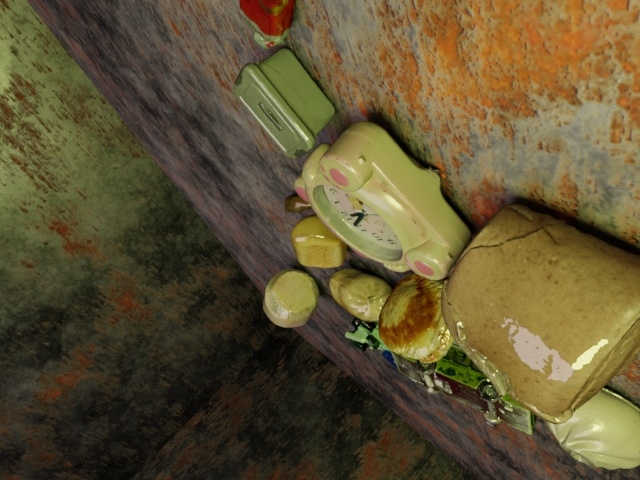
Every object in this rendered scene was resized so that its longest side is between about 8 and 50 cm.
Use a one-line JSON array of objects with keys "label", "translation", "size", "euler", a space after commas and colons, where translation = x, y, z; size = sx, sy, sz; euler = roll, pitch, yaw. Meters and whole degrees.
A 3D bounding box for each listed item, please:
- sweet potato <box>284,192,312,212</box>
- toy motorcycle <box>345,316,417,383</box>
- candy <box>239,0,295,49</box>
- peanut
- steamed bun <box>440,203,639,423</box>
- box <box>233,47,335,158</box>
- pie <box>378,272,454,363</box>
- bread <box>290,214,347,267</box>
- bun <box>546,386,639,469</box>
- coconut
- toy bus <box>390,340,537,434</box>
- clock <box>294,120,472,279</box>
[{"label": "sweet potato", "translation": [-0.072, -0.101, 1.153], "size": [0.053, 0.054, 0.182], "euler": [59, 162, -13]}, {"label": "toy motorcycle", "translation": [0.239, 0.347, 1.352], "size": [0.331, 0.125, 0.196], "euler": [26, 154, 38]}, {"label": "candy", "translation": [-0.073, -0.355, 0.559], "size": [0.086, 0.059, 0.292], "euler": [44, 162, 10]}, {"label": "peanut", "translation": [0.110, 0.148, 1.170], "size": [0.224, 0.129, 0.129], "euler": [17, 147, 53]}, {"label": "steamed bun", "translation": [0.282, 0.117, 0.571], "size": [0.252, 0.199, 0.301], "euler": [34, 160, 35]}, {"label": "box", "translation": [-0.057, -0.239, 0.728], "size": [0.172, 0.093, 0.124], "euler": [50, 162, -15]}, {"label": "pie", "translation": [0.204, 0.156, 0.876], "size": [0.084, 0.178, 0.205], "euler": [20, -177, -30]}, {"label": "bread", "translation": [0.000, 0.000, 1.110], "size": [0.148, 0.098, 0.217], "euler": [7, 158, 2]}, {"label": "bun", "translation": [0.483, 0.336, 0.748], "size": [0.173, 0.120, 0.172], "euler": [38, 160, 17]}, {"label": "coconut", "translation": [-0.123, 0.250, 1.780], "size": [0.239, 0.239, 0.244], "euler": [43, 157, 10]}, {"label": "toy bus", "translation": [0.307, 0.271, 0.884], "size": [0.302, 0.139, 0.113], "euler": [15, 140, 41]}, {"label": "clock", "translation": [0.086, -0.059, 0.752], "size": [0.284, 0.114, 0.309], "euler": [43, 164, -15]}]
